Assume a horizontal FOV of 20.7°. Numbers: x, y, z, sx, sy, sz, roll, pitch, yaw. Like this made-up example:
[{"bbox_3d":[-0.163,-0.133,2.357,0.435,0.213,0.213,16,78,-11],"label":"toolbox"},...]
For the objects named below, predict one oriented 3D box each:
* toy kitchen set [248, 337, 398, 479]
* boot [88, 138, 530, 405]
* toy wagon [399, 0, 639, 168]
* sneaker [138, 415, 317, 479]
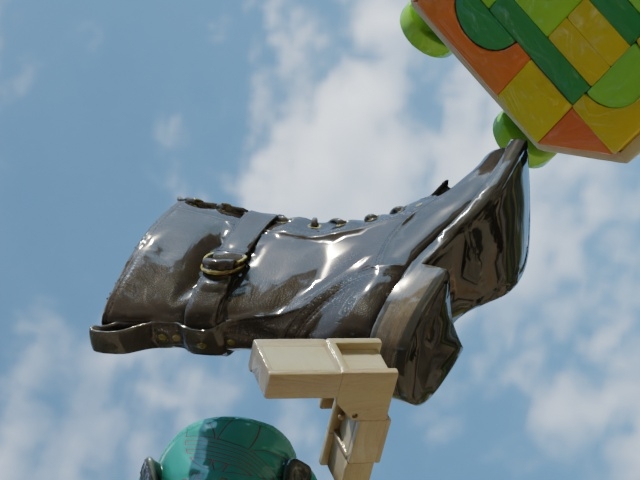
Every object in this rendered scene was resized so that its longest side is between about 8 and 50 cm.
[{"bbox_3d":[-0.009,0.087,0.962,0.075,0.068,0.083,1,-59,-21],"label":"toy kitchen set"},{"bbox_3d":[0.000,0.000,1.126,0.263,0.229,0.091,-49,-40,-46],"label":"boot"},{"bbox_3d":[0.157,-0.221,1.322,0.344,0.267,0.068,50,-135,8],"label":"toy wagon"},{"bbox_3d":[-0.066,0.182,1.067,0.295,0.124,0.178,86,-172,-61],"label":"sneaker"}]
